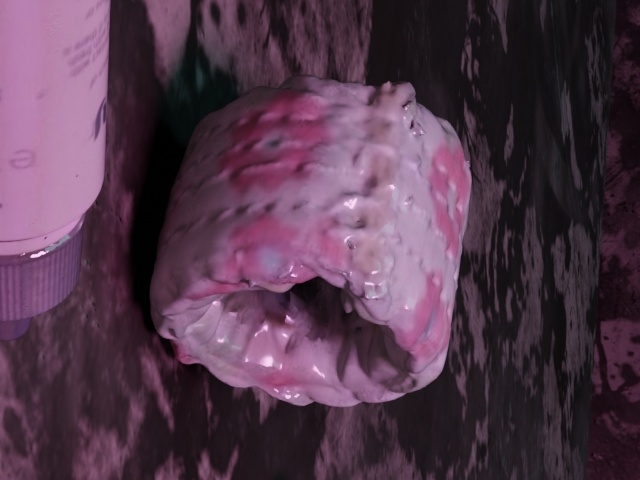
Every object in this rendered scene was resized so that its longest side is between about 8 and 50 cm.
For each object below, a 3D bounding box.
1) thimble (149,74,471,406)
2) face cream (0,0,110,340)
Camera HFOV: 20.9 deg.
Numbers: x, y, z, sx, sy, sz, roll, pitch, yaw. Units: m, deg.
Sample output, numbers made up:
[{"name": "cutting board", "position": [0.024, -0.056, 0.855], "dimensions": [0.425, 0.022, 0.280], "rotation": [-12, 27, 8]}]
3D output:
[{"name": "thimble", "position": [0.000, 0.000, 1.047], "dimensions": [0.211, 0.185, 0.149], "rotation": [130, -26, -60]}, {"name": "face cream", "position": [-0.133, -0.069, 0.721], "dimensions": [0.311, 0.092, 0.092], "rotation": [100, 5, -45]}]
